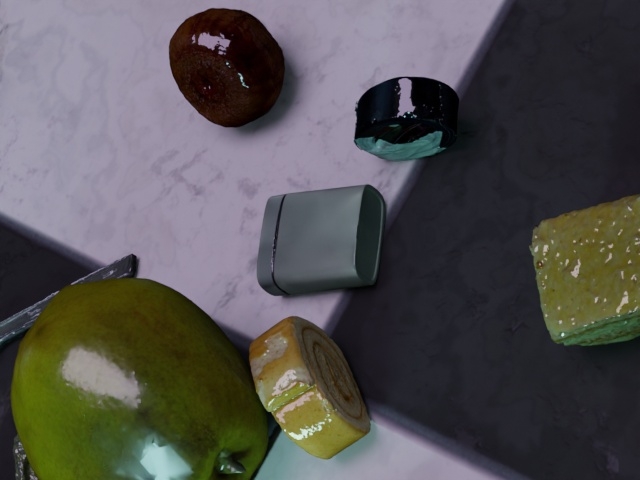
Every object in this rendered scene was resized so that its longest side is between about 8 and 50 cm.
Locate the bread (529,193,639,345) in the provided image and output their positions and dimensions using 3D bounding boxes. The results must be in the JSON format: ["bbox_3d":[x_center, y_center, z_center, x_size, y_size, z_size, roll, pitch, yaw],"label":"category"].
[{"bbox_3d":[0.308,0.026,1.542,0.196,0.102,0.138,-17,55,31],"label":"bread"}]

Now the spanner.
[{"bbox_3d":[-0.361,0.093,2.032,0.325,0.026,0.093,-26,53,20],"label":"spanner"}]

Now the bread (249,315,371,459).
[{"bbox_3d":[-0.017,0.154,1.690,0.073,0.122,0.149,-37,49,18],"label":"bread"}]

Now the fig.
[{"bbox_3d":[-0.094,-0.229,1.975,0.133,0.146,0.201,-11,22,27],"label":"fig"}]

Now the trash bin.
[{"bbox_3d":[0.000,0.000,1.802,0.130,0.059,0.116,-7,65,32],"label":"trash bin"}]

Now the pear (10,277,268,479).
[{"bbox_3d":[-0.198,0.178,1.724,0.321,0.269,0.269,30,86,34],"label":"pear"}]

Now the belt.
[{"bbox_3d":[0.095,-0.134,1.771,0.140,0.105,0.058,-25,54,54],"label":"belt"}]

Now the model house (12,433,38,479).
[{"bbox_3d":[-0.307,0.253,1.879,0.083,0.066,0.079,-22,57,23],"label":"model house"}]
